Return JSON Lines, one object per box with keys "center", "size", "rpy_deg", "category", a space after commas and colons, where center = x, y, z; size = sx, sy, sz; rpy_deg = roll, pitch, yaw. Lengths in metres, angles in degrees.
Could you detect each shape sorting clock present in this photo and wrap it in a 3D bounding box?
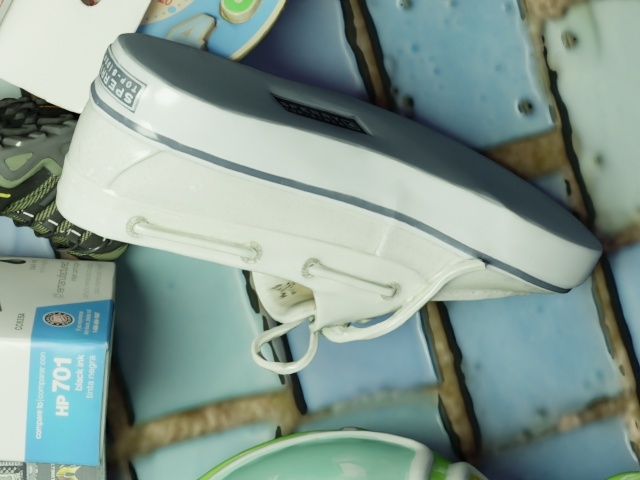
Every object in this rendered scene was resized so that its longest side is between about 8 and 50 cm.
{"center": [-0.116, -0.177, 1.211], "size": [0.206, 0.040, 0.206], "rpy_deg": [-1, 60, 1], "category": "shape sorting clock"}

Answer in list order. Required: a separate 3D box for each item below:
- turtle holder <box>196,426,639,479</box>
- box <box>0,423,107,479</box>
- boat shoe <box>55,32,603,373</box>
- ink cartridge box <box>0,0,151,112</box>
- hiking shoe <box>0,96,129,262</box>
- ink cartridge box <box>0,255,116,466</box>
{"center": [0.046, 0.235, 1.159], "size": [0.320, 0.227, 0.243], "rpy_deg": [10, 84, -9], "category": "turtle holder"}
{"center": [-0.220, 0.215, 1.198], "size": [0.183, 0.059, 0.233], "rpy_deg": [-1, 86, -10], "category": "box"}
{"center": [0.002, 0.004, 1.195], "size": [0.367, 0.136, 0.156], "rpy_deg": [15, 112, -37], "category": "boat shoe"}
{"center": [-0.255, -0.237, 1.144], "size": [0.353, 0.119, 0.207], "rpy_deg": [24, 82, 9], "category": "ink cartridge box"}
{"center": [-0.160, -0.028, 1.199], "size": [0.227, 0.086, 0.114], "rpy_deg": [-14, 117, -19], "category": "hiking shoe"}
{"center": [-0.217, 0.065, 1.154], "size": [0.190, 0.139, 0.082], "rpy_deg": [5, 109, -6], "category": "ink cartridge box"}
